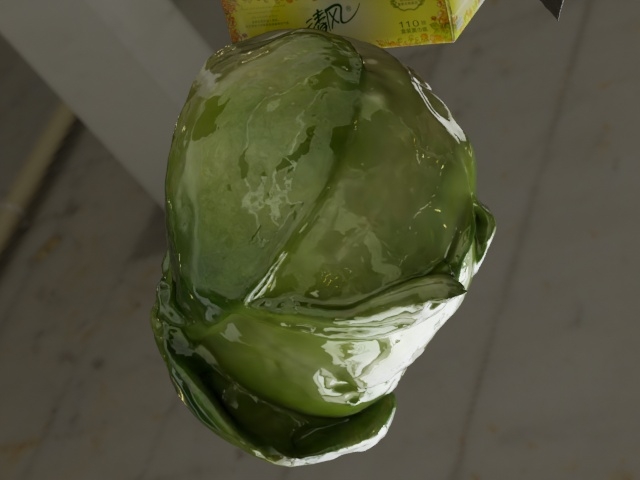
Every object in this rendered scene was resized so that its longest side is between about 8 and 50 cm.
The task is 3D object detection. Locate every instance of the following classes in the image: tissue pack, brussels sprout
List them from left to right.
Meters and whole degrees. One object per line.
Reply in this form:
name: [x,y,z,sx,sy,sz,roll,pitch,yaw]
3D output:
brussels sprout: [-0.002,0.001,1.064,0.259,0.227,0.294,131,-37,-59]
tissue pack: [0.025,-0.184,1.153,0.176,0.062,0.095,-2,-152,26]

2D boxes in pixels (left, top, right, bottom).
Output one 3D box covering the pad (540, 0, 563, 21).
pad: [0.132,-0.232,1.074,0.004,0.127,0.190,-36,167,-5]
